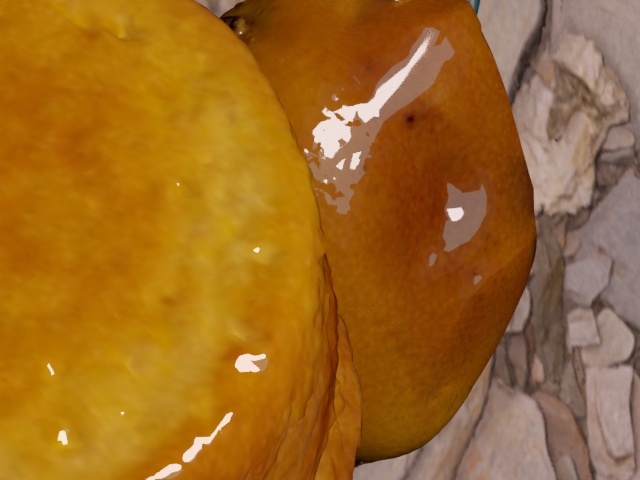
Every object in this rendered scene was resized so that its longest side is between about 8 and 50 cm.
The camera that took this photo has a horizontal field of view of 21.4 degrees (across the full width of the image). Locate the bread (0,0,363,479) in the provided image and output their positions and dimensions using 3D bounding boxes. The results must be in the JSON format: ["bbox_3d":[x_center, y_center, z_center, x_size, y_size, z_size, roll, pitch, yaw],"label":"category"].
[{"bbox_3d":[-0.134,0.033,0.562,0.312,0.172,0.312,5,53,-7],"label":"bread"}]

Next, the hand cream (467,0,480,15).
[{"bbox_3d":[0.079,-0.216,0.977,0.083,0.048,0.224,25,72,-42],"label":"hand cream"}]

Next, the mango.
[{"bbox_3d":[0.000,0.000,0.804,0.166,0.136,0.236,-30,111,-28],"label":"mango"}]
